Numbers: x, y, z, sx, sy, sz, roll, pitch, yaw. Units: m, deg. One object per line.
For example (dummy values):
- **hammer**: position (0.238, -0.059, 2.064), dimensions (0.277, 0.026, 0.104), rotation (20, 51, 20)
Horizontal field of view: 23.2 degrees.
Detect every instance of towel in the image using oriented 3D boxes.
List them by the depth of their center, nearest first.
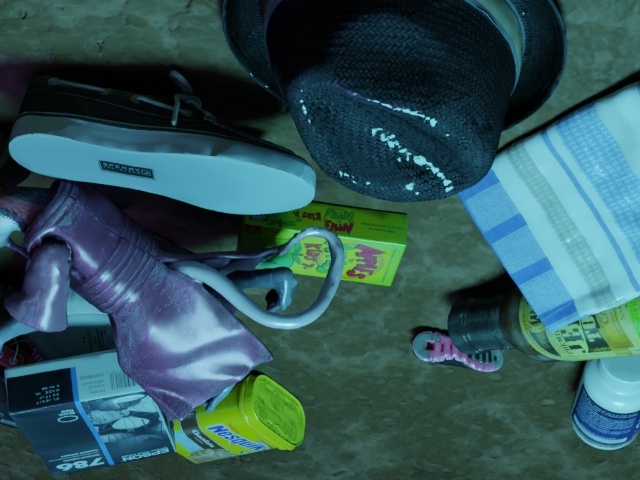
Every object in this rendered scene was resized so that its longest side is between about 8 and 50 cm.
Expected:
- **towel**: position (0.287, -0.030, 1.592), dimensions (0.285, 0.034, 0.209), rotation (-27, 100, 41)

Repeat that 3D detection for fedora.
- **fedora**: position (0.067, -0.141, 1.434), dimensions (0.334, 0.152, 0.334), rotation (3, 147, 2)

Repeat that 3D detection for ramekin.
- **ramekin**: position (-0.253, 0.079, 1.854), dimensions (0.207, 0.109, 0.207), rotation (3, 147, 2)

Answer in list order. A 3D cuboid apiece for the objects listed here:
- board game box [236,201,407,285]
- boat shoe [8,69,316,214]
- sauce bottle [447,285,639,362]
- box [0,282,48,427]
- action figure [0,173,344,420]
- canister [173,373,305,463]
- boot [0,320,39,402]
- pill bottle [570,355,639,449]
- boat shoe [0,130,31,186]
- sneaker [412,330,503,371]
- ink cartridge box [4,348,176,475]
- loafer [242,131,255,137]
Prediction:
- **board game box**: position (0.000, 0.000, 1.761), dimensions (0.181, 0.043, 0.092), rotation (8, 147, -6)
- **boat shoe**: position (-0.151, -0.104, 1.563), dimensions (0.306, 0.105, 0.113), rotation (8, 152, 6)
- **sauce bottle**: position (0.290, 0.084, 1.757), dimensions (0.111, 0.111, 0.344), rotation (30, 152, -34)
- **box**: position (-0.344, 0.178, 2.046), dimensions (0.307, 0.076, 0.242), rotation (21, 143, -25)
- **action figure**: position (-0.207, 0.037, 1.624), dimensions (0.370, 0.248, 0.275), rotation (35, 144, -26)
- **canister**: position (-0.125, 0.248, 2.136), dimensions (0.170, 0.073, 0.126), rotation (-16, 142, 30)
- **boot**: position (-0.402, 0.077, 1.813), dimensions (0.176, 0.088, 0.244), rotation (19, 128, 10)
- **pill bottle**: position (0.372, 0.188, 1.965), dimensions (0.094, 0.094, 0.169), rotation (3, 148, 1)
- **boat shoe**: position (-0.411, -0.053, 1.693), dimensions (0.223, 0.080, 0.073), rotation (-21, 135, 27)
- **sneaker**: position (0.171, 0.142, 1.972), dimensions (0.119, 0.047, 0.057), rotation (12, 163, -6)
- **ink cartridge box**: position (-0.269, 0.220, 1.904), dimensions (0.165, 0.065, 0.333), rotation (-11, 158, -2)
- **loafer**: position (-0.117, -0.082, 1.641), dimensions (0.148, 0.056, 0.050), rotation (7, 149, 15)
